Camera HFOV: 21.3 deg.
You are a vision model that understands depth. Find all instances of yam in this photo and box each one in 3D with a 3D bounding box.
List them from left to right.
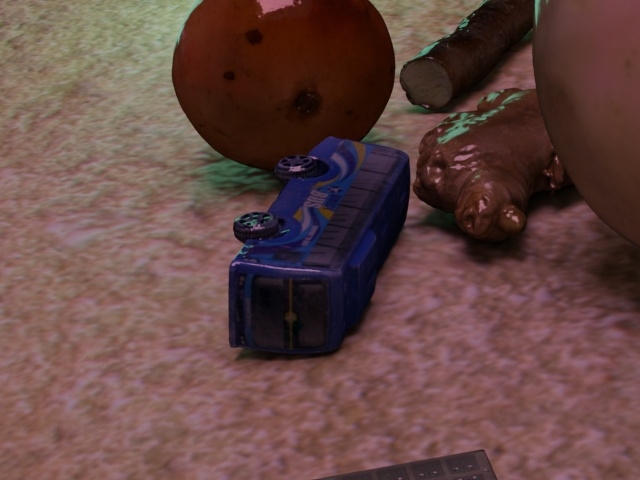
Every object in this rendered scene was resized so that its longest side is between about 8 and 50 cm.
[{"bbox_3d":[0.152,-0.191,1.628,0.061,0.061,0.253,6,28,28],"label":"yam"}]

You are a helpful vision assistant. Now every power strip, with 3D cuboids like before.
[{"bbox_3d":[0.036,0.146,0.953,0.136,0.019,0.051,-9,26,-3],"label":"power strip"}]

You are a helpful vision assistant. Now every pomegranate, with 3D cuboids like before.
[{"bbox_3d":[-0.031,-0.148,1.446,0.191,0.191,0.191,-6,24,3],"label":"pomegranate"}]

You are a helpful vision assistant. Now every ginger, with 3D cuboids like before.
[{"bbox_3d":[0.136,-0.059,1.325,0.137,0.074,0.213,9,35,33],"label":"ginger"}]

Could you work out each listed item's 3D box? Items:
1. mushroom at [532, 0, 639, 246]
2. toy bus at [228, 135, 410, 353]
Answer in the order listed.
[{"bbox_3d":[0.338,-0.137,1.155,0.325,0.353,0.353,-6,18,45],"label":"mushroom"},{"bbox_3d":[0.002,-0.002,1.223,0.094,0.079,0.236,2,25,15],"label":"toy bus"}]
